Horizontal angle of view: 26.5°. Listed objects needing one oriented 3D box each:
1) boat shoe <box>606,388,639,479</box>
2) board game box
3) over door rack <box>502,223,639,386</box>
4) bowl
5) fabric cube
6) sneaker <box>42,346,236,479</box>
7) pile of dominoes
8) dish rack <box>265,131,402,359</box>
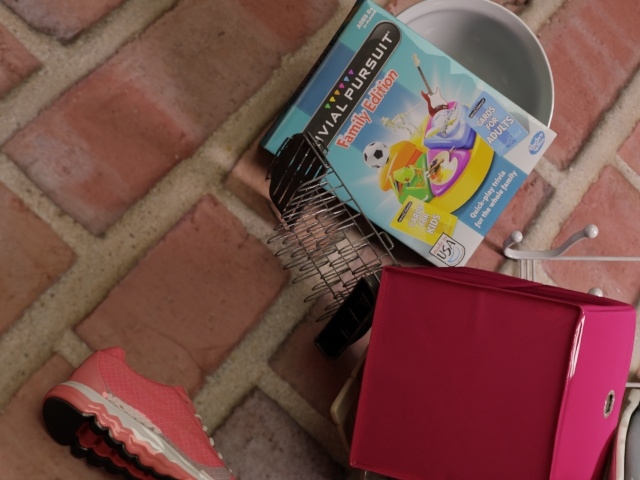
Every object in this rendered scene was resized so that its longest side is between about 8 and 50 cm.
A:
[{"bbox_3d":[0.439,0.283,1.802,0.099,0.116,0.319,14,17,15],"label":"boat shoe"},{"bbox_3d":[0.124,-0.144,1.926,0.336,0.079,0.253,34,94,-11],"label":"board game box"},{"bbox_3d":[0.434,0.105,1.999,0.324,0.108,0.239,7,59,-5],"label":"over door rack"},{"bbox_3d":[0.188,-0.216,2.030,0.298,0.134,0.297,-1,99,-8],"label":"bowl"},{"bbox_3d":[0.218,0.174,1.674,0.258,0.259,0.254,6,95,-65],"label":"fabric cube"},{"bbox_3d":[-0.168,0.239,1.601,0.314,0.116,0.136,39,49,-7],"label":"sneaker"},{"bbox_3d":[0.080,0.192,1.780,0.251,0.040,0.196,-56,141,-37],"label":"pile of dominoes"},{"bbox_3d":[0.000,0.000,1.785,0.074,0.208,0.271,-24,73,-30],"label":"dish rack"}]
